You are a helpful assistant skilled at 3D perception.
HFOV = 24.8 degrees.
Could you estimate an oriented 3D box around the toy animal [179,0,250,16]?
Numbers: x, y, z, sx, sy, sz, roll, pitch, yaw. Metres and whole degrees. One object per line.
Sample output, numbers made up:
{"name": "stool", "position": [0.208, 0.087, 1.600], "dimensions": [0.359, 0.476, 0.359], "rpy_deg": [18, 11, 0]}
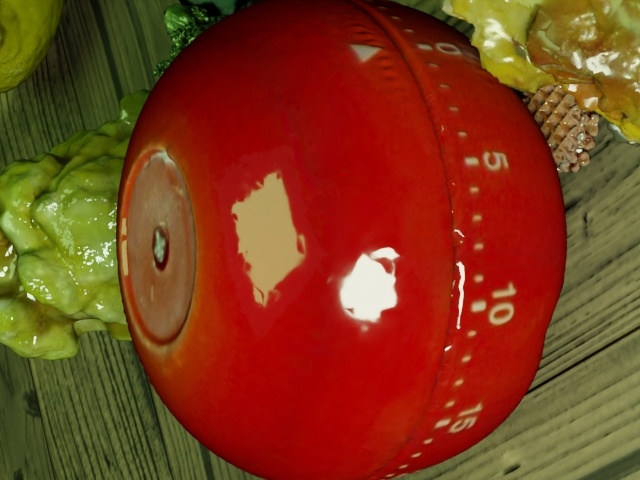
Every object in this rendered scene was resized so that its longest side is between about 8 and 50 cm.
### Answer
{"name": "toy animal", "position": [-0.095, -0.324, 1.377], "dimensions": [0.166, 0.138, 0.179], "rpy_deg": [-36, 51, 23]}

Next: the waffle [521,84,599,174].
{"name": "waffle", "position": [0.179, -0.089, 1.099], "dimensions": [0.075, 0.029, 0.083], "rpy_deg": [21, 110, 53]}

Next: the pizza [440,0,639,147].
{"name": "pizza", "position": [0.207, -0.201, 0.912], "dimensions": [0.278, 0.114, 0.408], "rpy_deg": [-3, 100, 13]}

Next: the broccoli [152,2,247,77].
{"name": "broccoli", "position": [-0.120, -0.196, 1.434], "dimensions": [0.092, 0.095, 0.097], "rpy_deg": [40, 129, 29]}

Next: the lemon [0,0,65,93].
{"name": "lemon", "position": [-0.429, -0.293, 1.693], "dimensions": [0.322, 0.268, 0.268], "rpy_deg": [56, 130, 36]}

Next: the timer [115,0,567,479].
{"name": "timer", "position": [0.000, 0.000, 1.116], "dimensions": [0.378, 0.279, 0.378], "rpy_deg": [11, 103, 59]}

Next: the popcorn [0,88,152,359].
{"name": "popcorn", "position": [-0.220, -0.014, 1.453], "dimensions": [0.250, 0.235, 0.241], "rpy_deg": [-43, 38, 28]}
